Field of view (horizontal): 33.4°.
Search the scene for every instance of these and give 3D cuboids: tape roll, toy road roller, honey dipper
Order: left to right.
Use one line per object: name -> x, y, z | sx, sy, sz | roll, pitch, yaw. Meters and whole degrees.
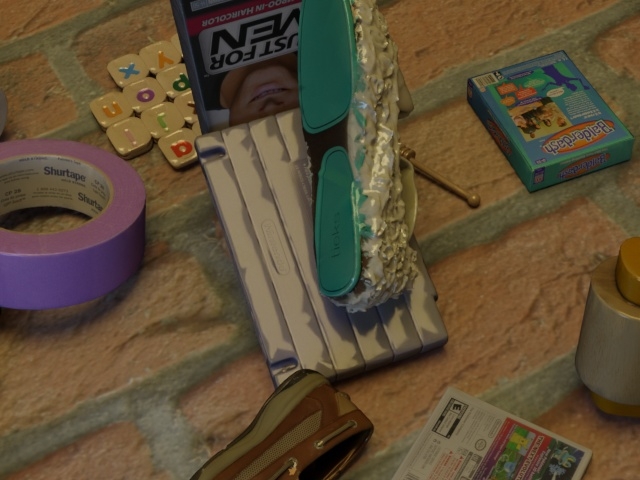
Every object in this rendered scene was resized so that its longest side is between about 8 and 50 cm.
tape roll -> -0.369, -0.028, 1.408 | 0.274, 0.090, 0.275 | 4, 36, -3
honey dipper -> 0.160, -0.093, 1.498 | 0.160, 0.030, 0.030 | 33, 60, 26
toy road roller -> 0.458, 0.063, 1.229 | 0.329, 0.202, 0.240 | 2, 38, 1

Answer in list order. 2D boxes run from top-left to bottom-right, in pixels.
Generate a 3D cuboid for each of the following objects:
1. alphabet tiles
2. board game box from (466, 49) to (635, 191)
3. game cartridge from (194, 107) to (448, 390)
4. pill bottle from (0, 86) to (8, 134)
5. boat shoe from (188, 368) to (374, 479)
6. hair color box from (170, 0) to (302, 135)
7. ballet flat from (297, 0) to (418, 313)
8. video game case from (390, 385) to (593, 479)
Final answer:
alphabet tiles -> -0.206, -0.225, 1.652 | 0.284, 0.021, 0.278 | -26, 52, -16
board game box -> 0.327, -0.176, 1.535 | 0.160, 0.047, 0.210 | -17, 50, -9
game cartridge -> 0.000, 0.000, 1.347 | 0.230, 0.068, 0.355 | -15, 72, -13
pill bottle -> -0.612, -0.225, 1.610 | 0.264, 0.153, 0.153 | 24, 56, 24
boat shoe -> -0.060, 0.279, 1.148 | 0.120, 0.122, 0.324 | 29, 59, 23
hair color box -> -0.081, -0.231, 1.411 | 0.185, 0.374, 0.114 | -18, 48, -9
ballet flat -> 0.051, -0.117, 1.279 | 0.147, 0.147, 0.409 | -2, 85, 4
video game case -> 0.179, 0.277, 1.186 | 0.183, 0.023, 0.201 | 23, 55, 23
